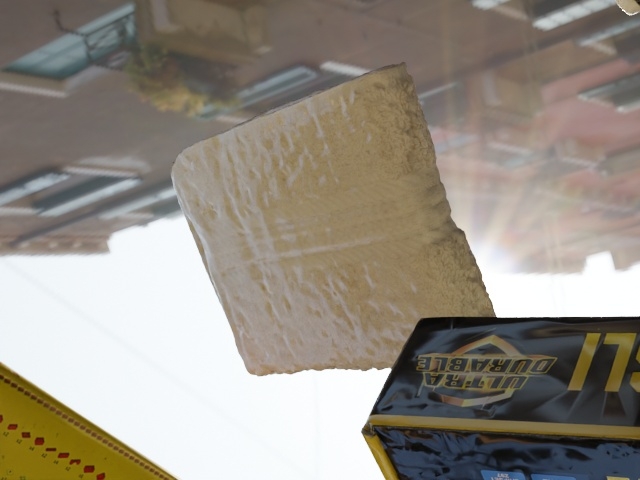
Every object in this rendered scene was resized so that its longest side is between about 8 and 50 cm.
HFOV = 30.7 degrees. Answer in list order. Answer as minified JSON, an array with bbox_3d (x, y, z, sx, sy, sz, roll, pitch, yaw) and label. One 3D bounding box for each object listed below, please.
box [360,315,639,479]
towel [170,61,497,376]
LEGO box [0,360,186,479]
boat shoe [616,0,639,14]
[{"bbox_3d":[0.210,0.148,0.512,0.079,0.322,0.257,-57,-46,-42],"label":"box"},{"bbox_3d":[0.000,0.000,0.775,0.049,0.282,0.187,-26,-81,-33],"label":"towel"},{"bbox_3d":[-0.301,0.098,0.616,0.193,0.373,0.500,-59,-37,-14],"label":"LEGO box"},{"bbox_3d":[0.227,-0.265,0.830,0.075,0.065,0.206,9,-110,-50],"label":"boat shoe"}]
